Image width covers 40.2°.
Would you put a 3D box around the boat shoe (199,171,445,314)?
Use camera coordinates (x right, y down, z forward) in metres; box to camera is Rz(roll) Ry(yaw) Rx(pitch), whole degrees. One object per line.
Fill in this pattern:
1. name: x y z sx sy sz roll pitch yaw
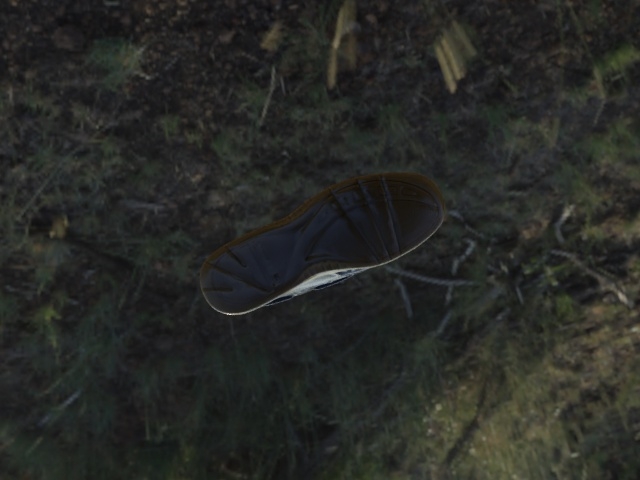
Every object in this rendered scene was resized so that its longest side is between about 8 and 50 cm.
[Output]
1. boat shoe: 0.000 0.000 0.527 0.152 0.056 0.049 -19 179 -6
